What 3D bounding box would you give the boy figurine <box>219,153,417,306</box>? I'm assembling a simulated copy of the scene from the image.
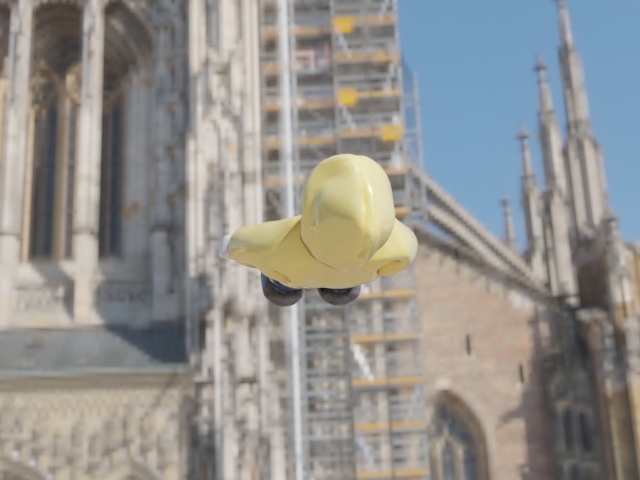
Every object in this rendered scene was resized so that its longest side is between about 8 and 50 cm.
[{"bbox_3d":[0.000,0.000,1.241,0.177,0.092,0.285,-1,-13,-6],"label":"boy figurine"}]
